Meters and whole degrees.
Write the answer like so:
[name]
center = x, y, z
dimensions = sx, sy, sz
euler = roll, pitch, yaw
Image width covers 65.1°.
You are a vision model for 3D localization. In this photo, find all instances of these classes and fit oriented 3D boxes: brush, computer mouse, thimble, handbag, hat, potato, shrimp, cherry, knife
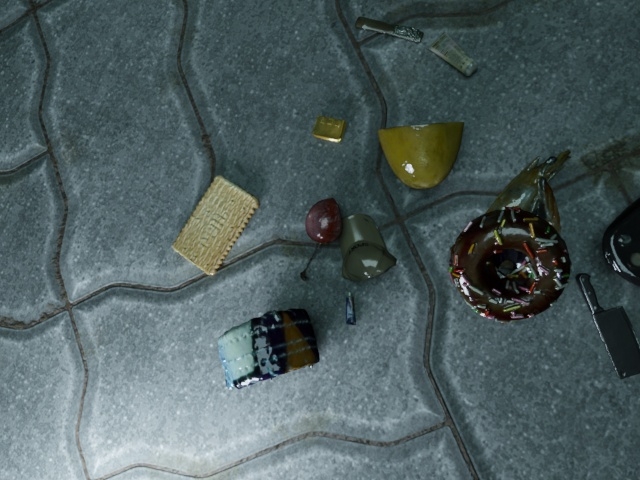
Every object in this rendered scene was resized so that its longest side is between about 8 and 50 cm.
[brush]
center = 0.181, -0.569, 1.341
dimensions = 0.190, 0.027, 0.034
euler = 21, 86, 17
[computer mouse]
center = 0.735, -0.012, 1.086
dimensions = 0.269, 0.100, 0.170
euler = -39, 80, 1
[thimble]
center = -0.126, 0.260, 1.201
dimensions = 0.237, 0.237, 0.150
euler = -20, 76, 11
[handbag]
center = 0.023, -0.301, 1.344
dimensions = 0.083, 0.027, 0.061
euler = 17, 88, 17
[hat]
center = 0.095, 0.016, 1.251
dimensions = 0.147, 0.085, 0.175
euler = -22, 79, 11
[potato]
center = 0.243, -0.204, 1.216
dimensions = 0.203, 0.178, 0.158
euler = -2, 97, -10
[shrimp]
center = 0.499, -0.070, 1.174
dimensions = 0.168, 0.077, 0.317
euler = 38, 97, 6
[cherry]
center = 0.000, 0.000, 1.274
dimensions = 0.107, 0.090, 0.226
euler = 17, 96, 50
[knife]
center = 0.653, 0.182, 1.126
dimensions = 0.072, 0.019, 0.245
euler = -21, 80, 6

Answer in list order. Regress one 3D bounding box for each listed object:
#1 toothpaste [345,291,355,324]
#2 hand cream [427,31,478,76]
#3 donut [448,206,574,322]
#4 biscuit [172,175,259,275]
[toothpaste]
center = 0.076, 0.172, 1.270
dimensions = 0.027, 0.019, 0.083
euler = 0, 82, -10
[hand cream]
center = 0.343, -0.473, 1.287
dimensions = 0.061, 0.039, 0.143
euler = -44, 65, 12
[donut]
center = 0.420, 0.059, 1.119
dimensions = 0.269, 0.103, 0.270
euler = 4, 106, 14
[biscuit]
center = -0.289, -0.043, 1.385
dimensions = 0.160, 0.030, 0.250
euler = 32, 91, 16
